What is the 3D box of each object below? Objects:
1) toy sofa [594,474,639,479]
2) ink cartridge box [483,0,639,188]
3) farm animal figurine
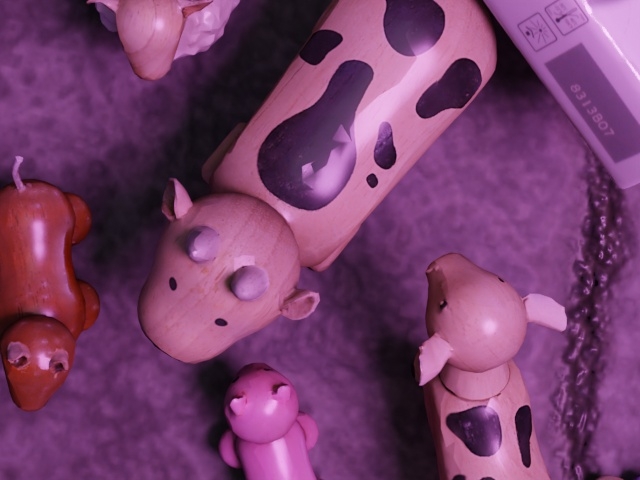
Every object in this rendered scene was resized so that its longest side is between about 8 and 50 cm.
[{"bbox_3d":[0.156,0.313,0.654,0.150,0.177,0.362,37,85,-28],"label":"toy sofa"},{"bbox_3d":[0.162,-0.163,0.634,0.232,0.066,0.189,-42,98,-34],"label":"ink cartridge box"},{"bbox_3d":[0.000,0.000,0.617,0.330,0.172,0.326,22,86,-5],"label":"farm animal figurine"}]
